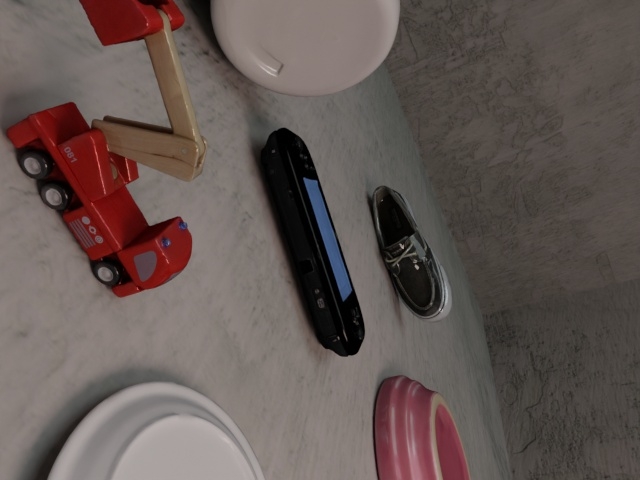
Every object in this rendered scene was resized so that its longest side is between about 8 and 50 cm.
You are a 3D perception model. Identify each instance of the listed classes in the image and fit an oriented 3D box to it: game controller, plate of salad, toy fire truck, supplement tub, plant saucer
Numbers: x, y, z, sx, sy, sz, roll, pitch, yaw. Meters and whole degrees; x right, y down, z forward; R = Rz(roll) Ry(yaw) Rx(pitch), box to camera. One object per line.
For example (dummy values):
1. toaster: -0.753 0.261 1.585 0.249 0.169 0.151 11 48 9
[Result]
1. game controller: 0.000 0.000 0.710 0.166 0.067 0.319 -18 90 -70
2. plate of salad: -0.096 0.192 0.325 0.200 0.048 0.199 48 24 -30
3. toy fire truck: -0.125 -0.061 0.332 0.192 0.135 0.047 64 21 -20
4. supplement tub: -0.020 -0.378 0.673 0.228 0.228 0.316 46 36 -51
5. plant saucer: 0.190 0.392 0.848 0.332 0.084 0.332 51 29 -43

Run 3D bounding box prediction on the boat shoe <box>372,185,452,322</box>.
1. boat shoe: 0.184 0.027 1.131 0.119 0.121 0.335 24 40 -54
